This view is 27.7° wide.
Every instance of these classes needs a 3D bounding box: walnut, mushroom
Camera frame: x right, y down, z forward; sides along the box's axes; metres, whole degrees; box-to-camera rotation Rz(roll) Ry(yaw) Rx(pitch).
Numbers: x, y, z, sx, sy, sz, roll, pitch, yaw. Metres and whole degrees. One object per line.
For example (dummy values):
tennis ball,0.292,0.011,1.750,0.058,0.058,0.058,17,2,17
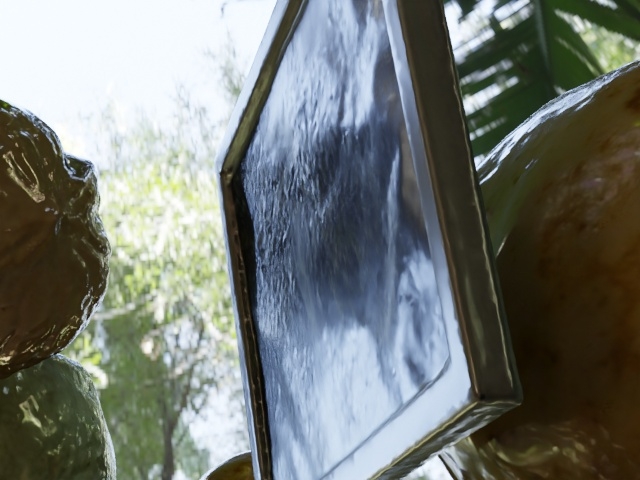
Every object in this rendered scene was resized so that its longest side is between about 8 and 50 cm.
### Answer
walnut,-0.266,-0.003,0.950,0.261,0.225,0.225,-7,-43,42
mushroom,-0.267,0.218,1.166,0.190,0.164,0.267,-16,-25,-36

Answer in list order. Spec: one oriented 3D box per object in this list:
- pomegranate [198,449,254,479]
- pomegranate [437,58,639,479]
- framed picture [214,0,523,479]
pomegranate,-0.038,0.290,1.272,0.196,0.196,0.196,-5,-55,-7
pomegranate,0.204,0.074,0.630,0.343,0.342,0.342,-5,-55,-7
framed picture,0.000,0.000,0.581,0.020,0.240,0.324,-3,-20,-17
